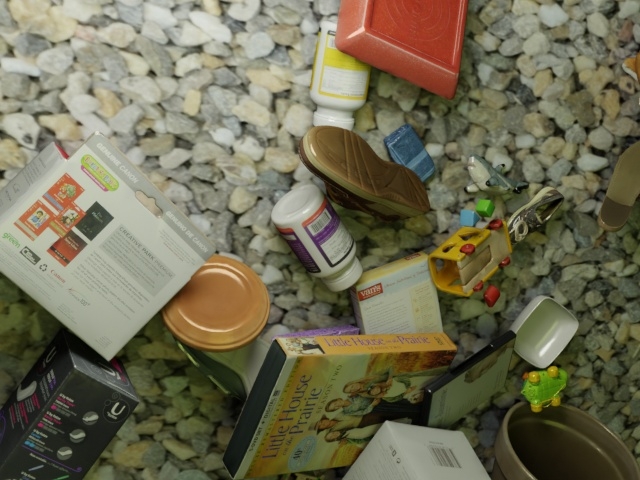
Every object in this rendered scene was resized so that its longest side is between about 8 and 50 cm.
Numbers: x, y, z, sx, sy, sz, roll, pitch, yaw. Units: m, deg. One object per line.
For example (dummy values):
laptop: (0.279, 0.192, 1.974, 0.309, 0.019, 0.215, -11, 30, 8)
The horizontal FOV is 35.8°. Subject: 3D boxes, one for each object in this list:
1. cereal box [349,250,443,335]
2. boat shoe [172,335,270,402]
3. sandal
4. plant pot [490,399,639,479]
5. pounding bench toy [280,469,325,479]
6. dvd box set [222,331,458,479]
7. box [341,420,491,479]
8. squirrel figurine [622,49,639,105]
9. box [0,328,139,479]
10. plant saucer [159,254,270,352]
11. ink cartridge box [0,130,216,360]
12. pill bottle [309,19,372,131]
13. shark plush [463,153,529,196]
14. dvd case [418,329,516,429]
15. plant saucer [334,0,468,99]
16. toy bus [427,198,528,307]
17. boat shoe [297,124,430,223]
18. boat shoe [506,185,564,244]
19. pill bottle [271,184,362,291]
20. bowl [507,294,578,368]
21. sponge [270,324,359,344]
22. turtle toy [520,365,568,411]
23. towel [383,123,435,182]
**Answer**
cereal box: (0.158, 0.158, 2.005, 0.173, 0.047, 0.240, -19, 116, -17)
boat shoe: (-0.166, 0.231, 1.880, 0.319, 0.099, 0.116, 51, 50, -41)
sandal: (0.650, -0.108, 2.105, 0.240, 0.088, 0.079, -56, 164, -20)
plant pot: (0.501, 0.562, 2.186, 0.323, 0.323, 0.280, 4, 124, -25)
pounding bench toy: (-0.038, 0.502, 2.050, 0.083, 0.052, 0.065, 20, 101, -29)
dvd box set: (0.043, 0.316, 1.926, 0.420, 0.062, 0.308, 3, 122, -37)
box: (0.157, 0.555, 2.026, 0.215, 0.168, 0.345, 15, 120, -34)
squirrel figurine: (0.764, -0.241, 2.003, 0.397, 0.281, 0.371, -23, 85, -57)
box: (-0.462, 0.320, 1.730, 0.143, 0.165, 0.270, 35, 94, -30)
plant saucer: (-0.186, 0.104, 1.756, 0.199, 0.200, 0.037, -8, 148, -21)
ink cartridge box: (-0.377, -0.004, 1.662, 0.272, 0.130, 0.309, -44, 120, -4)
pill bottle: (0.036, -0.289, 1.746, 0.103, 0.103, 0.184, 1, 109, -24)
shark plush: (0.362, -0.127, 1.982, 0.161, 0.073, 0.067, 8, 76, -21)
dvd case: (0.305, 0.307, 2.071, 0.253, 0.022, 0.180, -28, 142, -28)
plant saucer: (0.159, -0.406, 1.716, 0.259, 0.047, 0.259, 19, 71, -29)
toy bus: (0.301, 0.022, 1.980, 0.202, 0.104, 0.191, 23, 81, -46)
boat shoe: (0.060, -0.102, 1.794, 0.123, 0.123, 0.342, -27, 152, 31)
boat shoe: (0.439, -0.049, 2.045, 0.152, 0.049, 0.056, -49, 121, 1)
pill bottle: (0.000, 0.000, 1.840, 0.108, 0.108, 0.193, -37, 120, -6)
bowl: (0.474, 0.193, 2.153, 0.142, 0.053, 0.142, 36, 92, -30)
sponge: (-0.014, 0.232, 1.927, 0.210, 0.031, 0.117, -4, 108, -43)
turtle toy: (0.499, 0.320, 2.204, 0.130, 0.066, 0.095, -13, 106, -20)
towel: (0.173, -0.161, 1.898, 0.067, 0.029, 0.119, -38, 120, -7)
